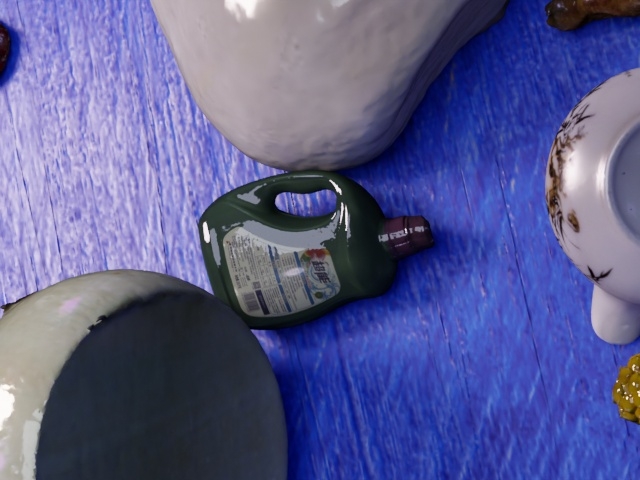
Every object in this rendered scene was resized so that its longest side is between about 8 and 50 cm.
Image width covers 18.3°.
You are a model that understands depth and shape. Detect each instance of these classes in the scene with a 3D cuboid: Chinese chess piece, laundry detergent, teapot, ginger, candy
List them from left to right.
[{"bbox_3d":[-0.183,0.200,1.793,0.146,0.349,0.349,0,81,40],"label":"Chinese chess piece"},{"bbox_3d":[-0.016,-0.297,1.898,0.386,0.186,0.427,-41,67,16],"label":"candy"},{"bbox_3d":[0.000,0.000,1.887,0.221,0.078,0.144,-16,93,22],"label":"laundry detergent"},{"bbox_3d":[0.275,-0.254,1.817,0.162,0.073,0.103,-12,76,22],"label":"ginger"},{"bbox_3d":[0.307,-0.064,1.745,0.208,0.166,0.300,14,77,7],"label":"teapot"}]

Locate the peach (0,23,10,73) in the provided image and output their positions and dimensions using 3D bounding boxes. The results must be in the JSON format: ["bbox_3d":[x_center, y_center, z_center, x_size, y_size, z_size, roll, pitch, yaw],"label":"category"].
[{"bbox_3d":[-0.372,-0.200,2.104,0.077,0.050,0.083,34,99,25],"label":"peach"}]

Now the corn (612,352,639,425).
[{"bbox_3d":[0.401,0.133,1.690,0.312,0.102,0.102,1,82,28],"label":"corn"}]
